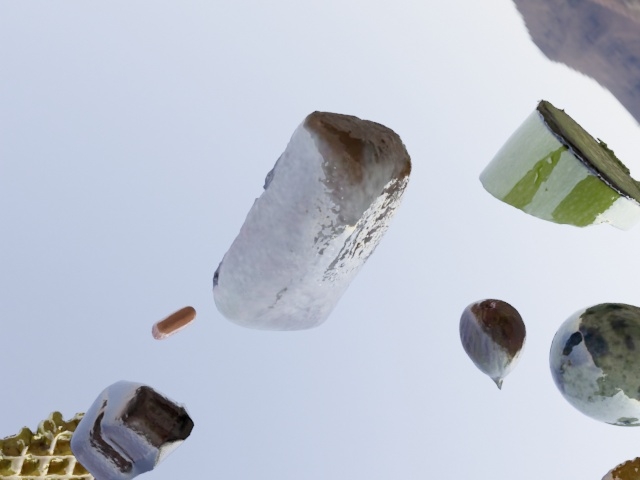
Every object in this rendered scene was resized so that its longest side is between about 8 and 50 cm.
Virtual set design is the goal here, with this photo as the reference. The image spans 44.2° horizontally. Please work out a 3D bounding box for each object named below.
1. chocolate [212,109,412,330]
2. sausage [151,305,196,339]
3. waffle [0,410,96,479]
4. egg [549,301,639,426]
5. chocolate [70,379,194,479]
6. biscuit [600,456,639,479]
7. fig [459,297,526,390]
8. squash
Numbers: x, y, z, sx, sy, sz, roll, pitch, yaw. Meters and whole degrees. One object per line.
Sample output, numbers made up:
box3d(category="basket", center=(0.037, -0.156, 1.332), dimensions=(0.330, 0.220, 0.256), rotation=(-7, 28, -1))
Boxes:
box3d(category="chocolate", center=(0.000, 0.000, 0.944), dimensions=(0.185, 0.303, 0.100), rotation=(3, -142, -45))
box3d(category="sausage", center=(-0.234, 0.132, 1.261), dimensions=(0.034, 0.034, 0.083), rotation=(51, -135, 8))
box3d(category="waffle", center=(-0.436, 0.390, 1.276), dimensions=(0.291, 0.291, 0.051), rotation=(22, -162, -37))
box3d(category="egg", center=(0.349, 0.144, 0.907), dimensions=(0.182, 0.141, 0.141), rotation=(22, -143, -26))
box3d(category="chocolate", center=(-0.233, 0.215, 0.956), dimensions=(0.080, 0.149, 0.125), rotation=(48, -157, -32))
box3d(category="biscuit", center=(0.520, 0.447, 1.223), dimensions=(0.066, 0.220, 0.220), rotation=(40, -156, -50))
box3d(category="fig", center=(0.282, 0.172, 1.281), dimensions=(0.103, 0.154, 0.109), rotation=(-10, -156, -9))
box3d(category="squash", center=(0.342, -0.077, 1.061), dimensions=(0.220, 0.133, 0.220), rotation=(27, -156, -13))
